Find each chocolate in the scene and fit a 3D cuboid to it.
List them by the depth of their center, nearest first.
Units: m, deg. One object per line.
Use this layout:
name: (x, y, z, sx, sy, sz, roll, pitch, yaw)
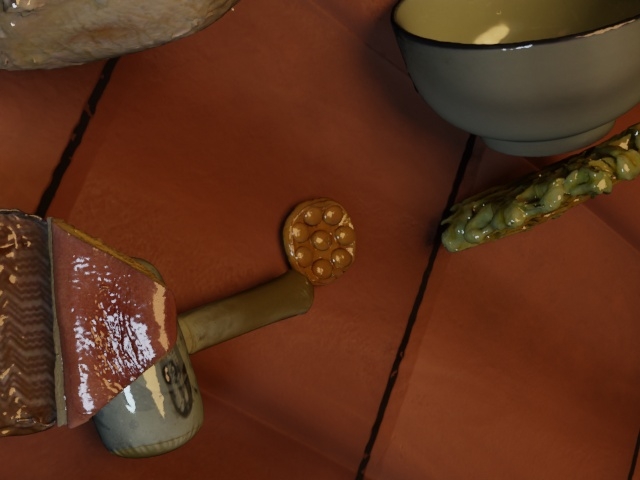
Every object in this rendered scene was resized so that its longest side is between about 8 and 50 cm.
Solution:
chocolate: (-0.319, 0.077, 0.982, 0.148, 0.093, 0.214, -3, 89, -39)

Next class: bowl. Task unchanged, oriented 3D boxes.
bowl: (0.272, -0.224, 1.331, 0.354, 0.354, 0.185, -35, 126, -34)

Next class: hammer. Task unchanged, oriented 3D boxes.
hammer: (-0.120, 0.089, 1.133, 0.305, 0.113, 0.202, -22, 103, -42)

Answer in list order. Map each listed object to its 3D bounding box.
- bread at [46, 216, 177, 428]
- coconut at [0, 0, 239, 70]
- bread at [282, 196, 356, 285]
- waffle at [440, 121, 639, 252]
bread: (-0.188, 0.074, 0.973, 0.119, 0.067, 0.192, -1, 93, -1)
coconut: (-0.216, -0.328, 0.883, 0.405, 0.405, 0.404, 4, 84, -37)
bread: (0.000, 0.000, 1.276, 0.110, 0.024, 0.110, 2, 86, -37)
waffle: (0.311, -0.073, 1.360, 0.317, 0.297, 0.073, -21, 85, -42)
